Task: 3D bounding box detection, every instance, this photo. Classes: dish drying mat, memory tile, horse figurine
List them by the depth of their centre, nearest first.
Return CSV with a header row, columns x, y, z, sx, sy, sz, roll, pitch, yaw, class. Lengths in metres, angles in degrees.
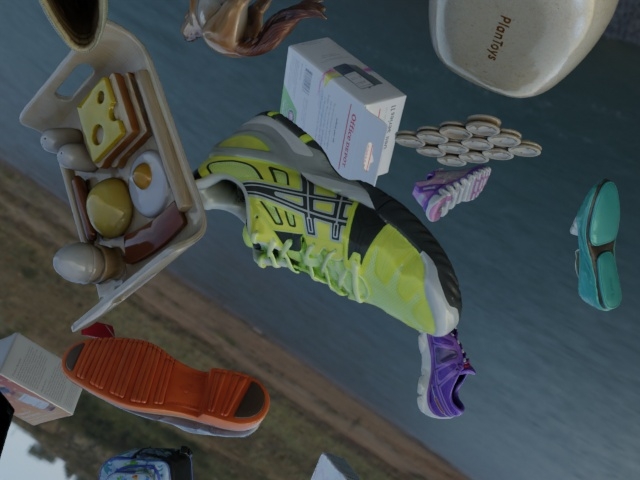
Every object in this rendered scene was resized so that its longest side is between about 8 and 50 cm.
x,y,z,sx,sy,sz,roll,pitch,yaw,class
-0.093,-0.272,0.896,0.066,0.174,0.263,17,-157,-39,horse figurine
0.166,-0.112,0.909,0.113,0.012,0.148,18,168,-36,memory tile
-0.400,0.161,1.435,0.008,0.032,0.083,-22,156,20,dish drying mat

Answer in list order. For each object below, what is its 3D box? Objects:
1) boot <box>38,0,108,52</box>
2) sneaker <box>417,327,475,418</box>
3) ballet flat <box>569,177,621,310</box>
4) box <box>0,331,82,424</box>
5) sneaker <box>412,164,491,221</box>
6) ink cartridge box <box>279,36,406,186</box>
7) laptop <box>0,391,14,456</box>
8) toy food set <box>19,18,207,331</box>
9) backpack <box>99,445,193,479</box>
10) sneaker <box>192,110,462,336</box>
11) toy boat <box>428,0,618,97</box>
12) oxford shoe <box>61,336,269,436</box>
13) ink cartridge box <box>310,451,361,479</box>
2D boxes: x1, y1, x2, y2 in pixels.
x,y,z,sx,sy,sz,roll,pitch,yaw,class
-0.254,-0.315,0.803,0.165,0.077,0.213,-103,8,-51,boot
0.173,0.151,1.062,0.071,0.169,0.068,-1,177,31,sneaker
0.499,0.008,1.471,0.087,0.083,0.247,12,112,60,ballet flat
-0.559,0.266,1.516,0.130,0.091,0.170,-21,132,35,box
0.314,-0.138,1.931,0.104,0.236,0.095,42,143,30,sneaker
0.061,-0.269,1.744,0.353,0.119,0.207,46,141,35,ink cartridge box
-0.564,0.255,1.084,0.234,0.137,0.264,-95,-12,-51,laptop
-0.264,-0.074,0.935,0.092,0.220,0.306,0,-118,-49,toy food set
-0.223,0.312,0.994,0.114,0.105,0.084,-4,-177,29,backpack
0.000,0.000,0.934,0.385,0.147,0.145,38,154,33,sneaker
0.157,-0.300,0.834,0.318,0.148,0.267,29,157,5,toy boat
-0.278,0.276,1.403,0.364,0.130,0.132,19,140,-2,oxford shoe
0.026,0.500,1.368,0.066,0.189,0.232,22,-177,-19,ink cartridge box
